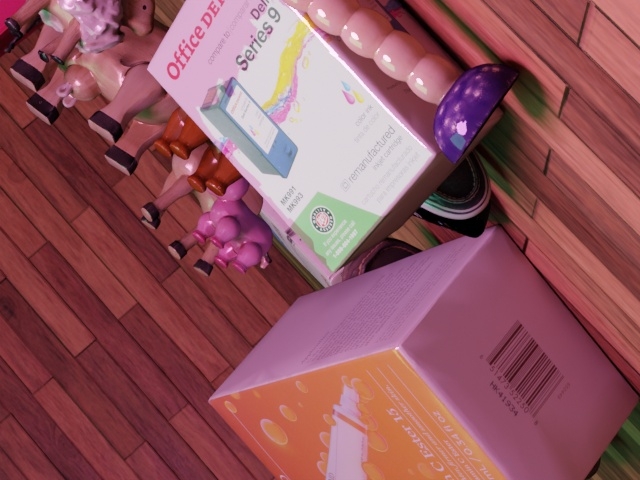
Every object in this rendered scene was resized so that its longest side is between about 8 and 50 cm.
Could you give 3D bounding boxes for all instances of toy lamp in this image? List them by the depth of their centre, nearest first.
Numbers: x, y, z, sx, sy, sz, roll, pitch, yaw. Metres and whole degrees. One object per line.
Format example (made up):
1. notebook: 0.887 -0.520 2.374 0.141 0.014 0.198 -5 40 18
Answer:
1. toy lamp: -0.005 -0.157 0.923 0.275 0.080 0.080 36 173 3

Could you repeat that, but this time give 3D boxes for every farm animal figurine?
1. farm animal figurine: -0.136 -0.133 1.384 0.327 0.172 0.330 38 162 0

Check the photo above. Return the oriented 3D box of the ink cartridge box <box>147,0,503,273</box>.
1. ink cartridge box: -0.002 -0.108 1.038 0.212 0.093 0.154 49 136 8

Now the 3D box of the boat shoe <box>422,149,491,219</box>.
1. boat shoe: 0.062 -0.094 1.113 0.183 0.065 0.083 48 173 6

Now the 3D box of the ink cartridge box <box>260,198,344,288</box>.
1. ink cartridge box: 0.000 0.000 2.080 0.191 0.082 0.139 44 173 30

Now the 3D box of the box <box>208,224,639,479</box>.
1. box: 0.086 0.150 1.383 0.215 0.168 0.345 50 148 -11

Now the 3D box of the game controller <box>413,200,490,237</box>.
1. game controller: 0.048 -0.077 1.321 0.166 0.067 0.319 50 174 -15

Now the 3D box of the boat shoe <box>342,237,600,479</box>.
1. boat shoe: 0.174 0.125 1.540 0.355 0.132 0.130 44 160 -15

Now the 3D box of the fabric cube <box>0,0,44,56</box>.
1. fabric cube: -0.436 -0.395 1.893 0.259 0.254 0.258 50 172 -10
